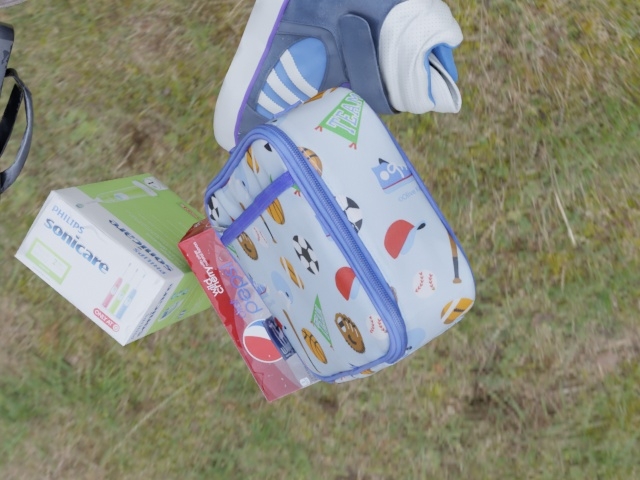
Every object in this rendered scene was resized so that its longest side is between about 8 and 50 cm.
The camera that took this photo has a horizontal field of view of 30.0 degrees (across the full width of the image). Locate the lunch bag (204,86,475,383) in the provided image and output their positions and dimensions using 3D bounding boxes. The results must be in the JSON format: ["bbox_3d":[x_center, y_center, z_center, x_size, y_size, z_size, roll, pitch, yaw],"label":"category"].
[{"bbox_3d":[0.000,0.000,1.056,0.115,0.303,0.243,-34,90,-21],"label":"lunch bag"}]

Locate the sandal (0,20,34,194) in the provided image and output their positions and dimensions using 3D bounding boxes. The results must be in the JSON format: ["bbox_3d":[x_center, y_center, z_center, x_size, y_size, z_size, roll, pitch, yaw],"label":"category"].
[{"bbox_3d":[-0.293,-0.082,1.080,0.054,0.097,0.255,0,123,-23],"label":"sandal"}]

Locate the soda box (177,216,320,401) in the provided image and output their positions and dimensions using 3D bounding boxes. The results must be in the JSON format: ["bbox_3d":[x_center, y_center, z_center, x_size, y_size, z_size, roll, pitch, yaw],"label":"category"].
[{"bbox_3d":[-0.089,0.085,1.653,0.092,0.083,0.263,-24,104,18],"label":"soda box"}]

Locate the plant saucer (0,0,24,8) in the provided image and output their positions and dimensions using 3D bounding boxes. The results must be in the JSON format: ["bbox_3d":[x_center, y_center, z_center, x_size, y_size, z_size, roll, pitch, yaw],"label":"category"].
[{"bbox_3d":[-0.315,-0.281,0.886,0.310,0.311,0.050,-2,64,-1],"label":"plant saucer"}]

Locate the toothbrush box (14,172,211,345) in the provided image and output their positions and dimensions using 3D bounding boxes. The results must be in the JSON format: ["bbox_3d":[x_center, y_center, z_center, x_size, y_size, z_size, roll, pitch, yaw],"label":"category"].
[{"bbox_3d":[-0.266,0.018,1.731,0.206,0.283,0.122,37,107,10],"label":"toothbrush box"}]

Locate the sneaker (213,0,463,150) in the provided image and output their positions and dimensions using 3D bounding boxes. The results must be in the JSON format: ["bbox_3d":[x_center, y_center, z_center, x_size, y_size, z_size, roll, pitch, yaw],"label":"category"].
[{"bbox_3d":[0.028,-0.163,1.302,0.236,0.130,0.323,29,138,4],"label":"sneaker"}]
